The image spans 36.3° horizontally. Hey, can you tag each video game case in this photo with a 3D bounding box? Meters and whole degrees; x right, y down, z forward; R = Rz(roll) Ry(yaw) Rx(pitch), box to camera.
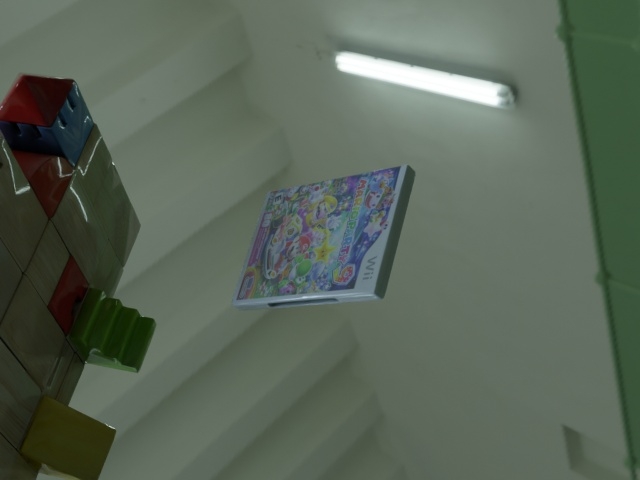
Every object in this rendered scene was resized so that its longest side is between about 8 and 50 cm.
[{"bbox_3d":[0.000,0.000,0.611,0.011,0.122,0.087,37,-122,-38],"label":"video game case"}]

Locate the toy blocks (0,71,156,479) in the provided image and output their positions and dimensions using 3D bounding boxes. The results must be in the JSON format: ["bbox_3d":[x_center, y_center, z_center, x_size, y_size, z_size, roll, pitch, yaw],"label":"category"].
[{"bbox_3d":[-0.254,0.024,0.713,0.261,0.190,0.381,80,-158,-55],"label":"toy blocks"}]
